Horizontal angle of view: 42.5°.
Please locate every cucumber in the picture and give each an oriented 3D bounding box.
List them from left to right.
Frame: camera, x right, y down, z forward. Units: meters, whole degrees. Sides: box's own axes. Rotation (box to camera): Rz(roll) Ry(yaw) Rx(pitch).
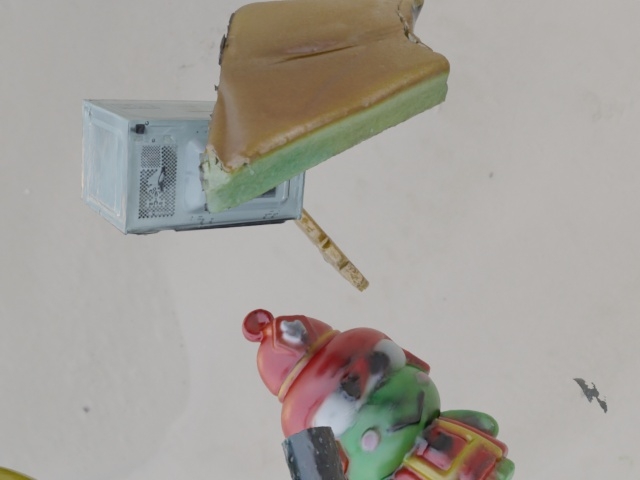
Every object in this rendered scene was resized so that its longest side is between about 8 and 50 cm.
[{"bbox_3d":[0.012,0.167,0.442,0.032,0.032,0.133,-48,51,41],"label":"cucumber"}]

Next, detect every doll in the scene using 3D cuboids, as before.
[{"bbox_3d":[0.048,0.198,0.963,0.363,0.182,0.160,38,152,16],"label":"doll"}]

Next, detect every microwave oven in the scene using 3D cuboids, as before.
[{"bbox_3d":[-0.137,-0.082,0.890,0.162,0.208,0.123,28,118,51],"label":"microwave oven"}]

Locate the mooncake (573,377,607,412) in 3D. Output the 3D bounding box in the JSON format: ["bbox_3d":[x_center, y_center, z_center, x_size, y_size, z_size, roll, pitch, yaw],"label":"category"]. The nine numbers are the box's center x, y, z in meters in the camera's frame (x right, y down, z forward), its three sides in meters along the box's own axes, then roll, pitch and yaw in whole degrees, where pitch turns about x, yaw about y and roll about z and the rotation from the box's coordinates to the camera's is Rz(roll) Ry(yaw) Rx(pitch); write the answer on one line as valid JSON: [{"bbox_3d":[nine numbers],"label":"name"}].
[{"bbox_3d":[0.626,0.284,1.432,0.346,0.150,0.057,0,101,-1],"label":"mooncake"}]

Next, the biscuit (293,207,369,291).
[{"bbox_3d":[0.000,0.000,1.459,0.036,0.166,0.225,-41,102,2],"label":"biscuit"}]

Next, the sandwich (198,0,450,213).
[{"bbox_3d":[0.010,-0.136,0.740,0.211,0.245,0.063,-2,141,7],"label":"sandwich"}]

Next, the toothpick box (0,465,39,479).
[{"bbox_3d":[-0.242,0.219,0.486,0.175,0.175,0.271,56,147,-8],"label":"toothpick box"}]
